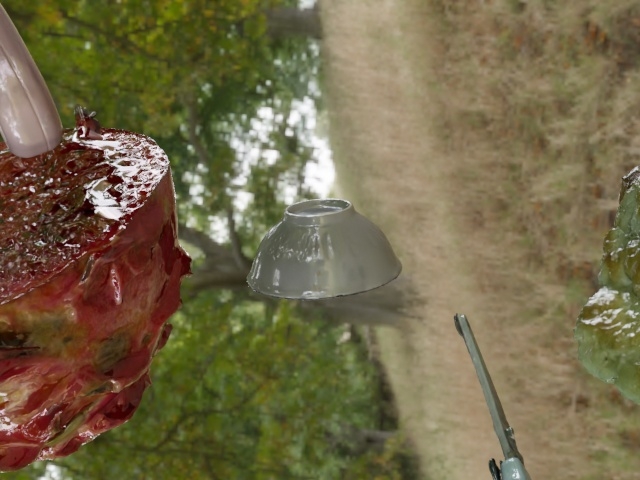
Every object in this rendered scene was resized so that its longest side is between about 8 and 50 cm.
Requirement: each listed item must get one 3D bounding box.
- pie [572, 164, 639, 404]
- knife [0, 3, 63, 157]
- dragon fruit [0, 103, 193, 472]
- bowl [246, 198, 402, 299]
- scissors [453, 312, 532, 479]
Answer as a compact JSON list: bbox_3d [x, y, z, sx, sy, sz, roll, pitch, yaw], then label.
[{"bbox_3d":[0.320,0.026,0.692,0.274,0.257,0.106,-58,-43,-37],"label":"pie"},{"bbox_3d":[-0.274,-0.204,0.745,0.336,0.043,0.081,62,163,19],"label":"knife"},{"bbox_3d":[-0.287,0.060,0.887,0.371,0.386,0.249,-44,-51,-42],"label":"dragon fruit"},{"bbox_3d":[0.000,0.000,1.150,0.189,0.188,0.086,-76,-19,-73],"label":"bowl"},{"bbox_3d":[0.173,0.200,0.884,0.191,0.029,0.360,47,-162,-41],"label":"scissors"}]
